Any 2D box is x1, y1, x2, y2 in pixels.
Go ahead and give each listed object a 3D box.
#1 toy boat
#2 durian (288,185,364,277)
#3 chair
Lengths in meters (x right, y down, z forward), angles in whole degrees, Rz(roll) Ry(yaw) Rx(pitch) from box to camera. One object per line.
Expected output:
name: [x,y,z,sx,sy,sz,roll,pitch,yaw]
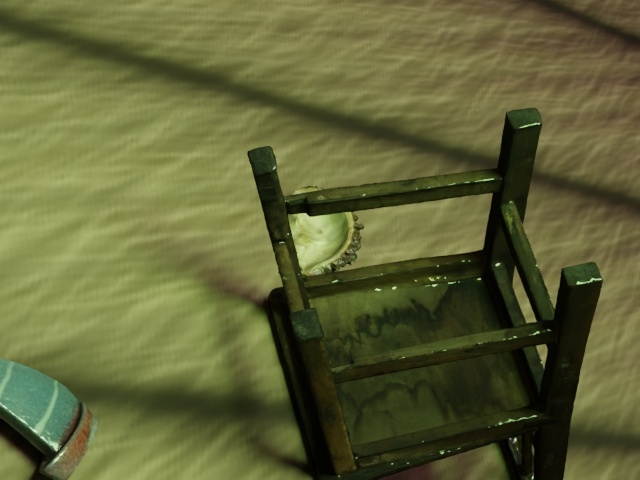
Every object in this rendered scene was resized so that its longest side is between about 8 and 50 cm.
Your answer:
toy boat: [-0.211,0.106,1.222,0.122,0.034,0.096,41,24,-12]
durian: [0.004,-0.007,1.641,0.066,0.052,0.130,30,35,-28]
chair: [0.079,0.104,1.506,0.240,0.416,0.203,-12,54,-8]
